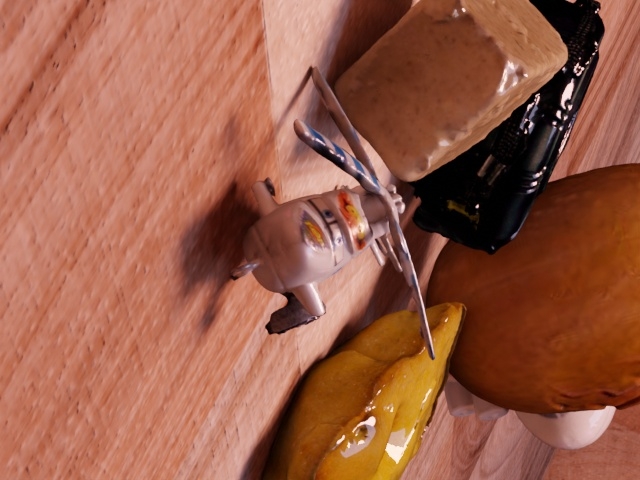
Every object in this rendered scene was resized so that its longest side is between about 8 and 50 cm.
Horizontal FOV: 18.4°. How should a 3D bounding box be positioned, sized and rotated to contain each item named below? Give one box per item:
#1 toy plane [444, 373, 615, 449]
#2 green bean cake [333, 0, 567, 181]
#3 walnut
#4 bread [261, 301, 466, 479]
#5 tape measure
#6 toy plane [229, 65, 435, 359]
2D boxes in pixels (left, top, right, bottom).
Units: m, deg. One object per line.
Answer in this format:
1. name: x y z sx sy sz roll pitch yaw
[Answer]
1. toy plane: 0.199 0.067 1.786 0.118 0.252 0.252 22 90 -59
2. green bean cake: 0.087 -0.108 1.276 0.109 0.085 0.179 -43 175 19
3. walnut: 0.229 0.042 1.613 0.203 0.298 0.203 49 32 -46
4. bread: 0.025 0.145 1.516 0.233 0.088 0.161 -47 150 -51
5. tape measure: 0.147 -0.111 1.528 0.199 0.112 0.186 -62 174 -46
6. toy plane: -0.005 -0.010 1.212 0.273 0.107 0.182 -114 179 -74
